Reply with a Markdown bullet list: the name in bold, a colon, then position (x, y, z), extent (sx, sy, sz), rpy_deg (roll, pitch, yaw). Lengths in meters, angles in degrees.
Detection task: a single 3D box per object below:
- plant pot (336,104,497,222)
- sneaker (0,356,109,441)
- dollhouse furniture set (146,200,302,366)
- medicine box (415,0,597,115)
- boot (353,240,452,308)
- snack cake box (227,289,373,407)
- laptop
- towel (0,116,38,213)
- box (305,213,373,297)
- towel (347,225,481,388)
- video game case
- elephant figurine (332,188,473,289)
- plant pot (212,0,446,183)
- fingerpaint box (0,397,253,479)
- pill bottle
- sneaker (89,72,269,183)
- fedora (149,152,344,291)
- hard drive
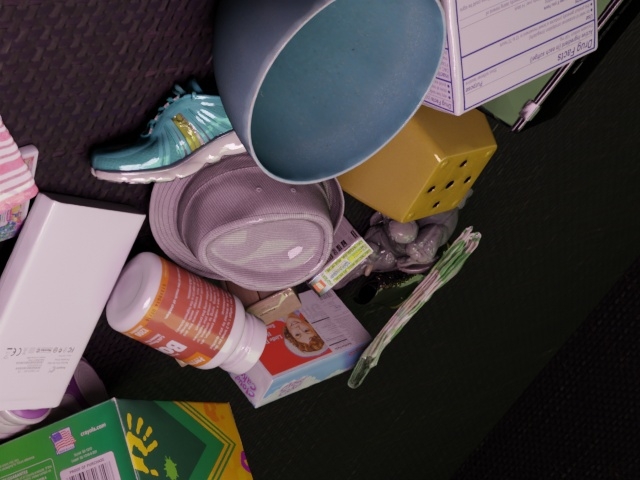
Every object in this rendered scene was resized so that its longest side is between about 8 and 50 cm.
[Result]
- **plant pot**: position (0.144, -0.150, 2.035), extent (0.212, 0.187, 0.212), rpy_deg (-15, 146, -44)
- **sneaker**: position (-0.444, 0.246, 2.009), extent (0.152, 0.114, 0.305), rpy_deg (-23, 165, 21)
- **dollhouse furniture set**: position (-0.179, -0.035, 1.948), extent (0.303, 0.174, 0.355), rpy_deg (-28, 128, 4)
- **medicine box**: position (0.215, -0.349, 1.691), extent (0.263, 0.149, 0.289), rpy_deg (-27, 125, -28)
- **boot**: position (0.167, 0.069, 2.613), extent (0.137, 0.077, 0.198), rpy_deg (2, 133, -50)
- **snack cake box**: position (-0.051, 0.191, 2.398), extent (0.264, 0.152, 0.089), rpy_deg (-17, 148, -42)
- **laptop**: position (0.337, -0.382, 1.962), extent (0.382, 0.236, 0.408), rpy_deg (-53, 169, 22)
- **towel**: position (-0.411, -0.078, 1.498), extent (0.144, 0.029, 0.197), rpy_deg (-37, 149, -16)
- **box**: position (0.000, 0.000, 2.091), extent (0.114, 0.207, 0.036), rpy_deg (-41, 120, 3)
- **towel**: position (0.173, 0.130, 2.424), extent (0.325, 0.038, 0.248), rpy_deg (-49, 173, -16)
- **video game case**: position (-0.421, -0.042, 1.598), extent (0.143, 0.019, 0.157), rpy_deg (-22, 150, -36)
- **elephant figurine**: position (0.137, -0.003, 2.375), extent (0.239, 0.186, 0.169), rpy_deg (125, -17, -54)
- **plant pot**: position (-0.020, -0.241, 1.592), extent (0.290, 0.195, 0.290), rpy_deg (-28, 144, -23)
- **fingerpaint box**: position (-0.390, 0.393, 2.058), extent (0.445, 0.163, 0.371), rpy_deg (-24, 164, 19)
- **pill bottle**: position (-0.187, 0.112, 1.866), extent (0.216, 0.121, 0.121), rpy_deg (29, 113, -31)
- **sneaker**: position (-0.177, -0.153, 1.695), extent (0.275, 0.107, 0.110), rpy_deg (-25, 120, -18)
- **fedora**: position (-0.092, -0.015, 1.800), extent (0.276, 0.124, 0.243), rpy_deg (6, 122, -20)
- **hard drive**: position (-0.366, 0.087, 1.759), extent (0.203, 0.040, 0.307), rpy_deg (8, 109, -62)
